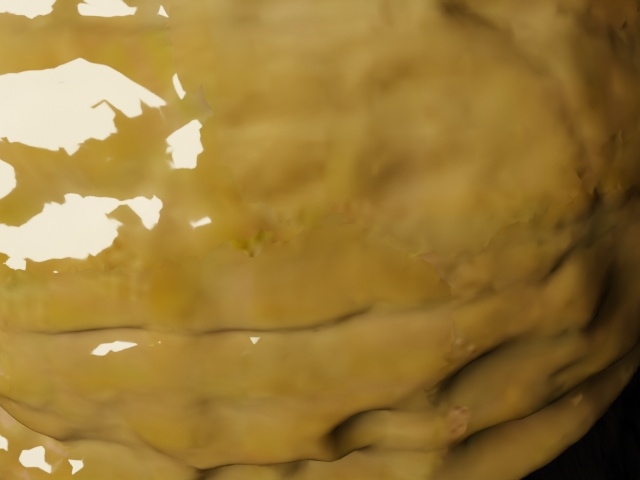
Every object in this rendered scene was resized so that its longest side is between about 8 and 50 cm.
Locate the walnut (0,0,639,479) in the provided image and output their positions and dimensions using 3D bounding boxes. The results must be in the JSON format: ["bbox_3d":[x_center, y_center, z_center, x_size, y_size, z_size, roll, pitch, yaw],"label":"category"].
[{"bbox_3d":[-0.018,-0.026,0.403,0.213,0.213,0.213,162,90,-83],"label":"walnut"}]
